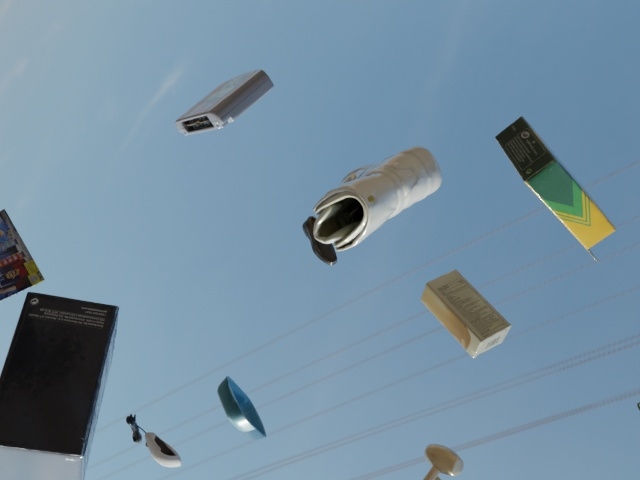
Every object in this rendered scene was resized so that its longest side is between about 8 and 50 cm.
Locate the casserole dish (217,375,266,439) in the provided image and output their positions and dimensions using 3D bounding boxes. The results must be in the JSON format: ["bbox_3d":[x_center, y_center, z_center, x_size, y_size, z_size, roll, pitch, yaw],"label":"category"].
[{"bbox_3d":[-0.171,0.365,1.400,0.037,0.188,0.114,-30,-128,-4],"label":"casserole dish"}]

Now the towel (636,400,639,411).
[{"bbox_3d":[0.658,0.366,1.235,0.023,0.113,0.152,-32,-109,43],"label":"towel"}]

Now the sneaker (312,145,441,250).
[{"bbox_3d":[0.040,-0.047,1.008,0.169,0.108,0.292,-30,178,-27],"label":"sneaker"}]

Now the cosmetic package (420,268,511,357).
[{"bbox_3d":[0.198,0.099,0.900,0.115,0.060,0.041,51,-33,33],"label":"cosmetic package"}]

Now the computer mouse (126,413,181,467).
[{"bbox_3d":[-0.454,0.554,1.764,0.193,0.106,0.042,29,-135,26],"label":"computer mouse"}]

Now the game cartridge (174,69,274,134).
[{"bbox_3d":[-0.240,-0.347,1.637,0.196,0.060,0.294,-41,-157,-23],"label":"game cartridge"}]

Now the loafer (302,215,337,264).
[{"bbox_3d":[0.000,0.000,2.039,0.062,0.061,0.170,-29,-105,-24],"label":"loafer"}]

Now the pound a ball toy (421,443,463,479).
[{"bbox_3d":[0.154,0.536,1.224,0.319,0.208,0.135,-42,-152,-9],"label":"pound a ball toy"}]

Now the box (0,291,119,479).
[{"bbox_3d":[-0.518,0.303,1.273,0.296,0.182,0.294,120,-23,-52],"label":"box"}]

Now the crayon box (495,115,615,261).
[{"bbox_3d":[0.551,-0.118,1.501,0.083,0.323,0.203,-39,-148,20],"label":"crayon box"}]

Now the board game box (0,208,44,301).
[{"bbox_3d":[-0.766,0.056,1.482,0.194,0.194,0.060,60,-31,3],"label":"board game box"}]
